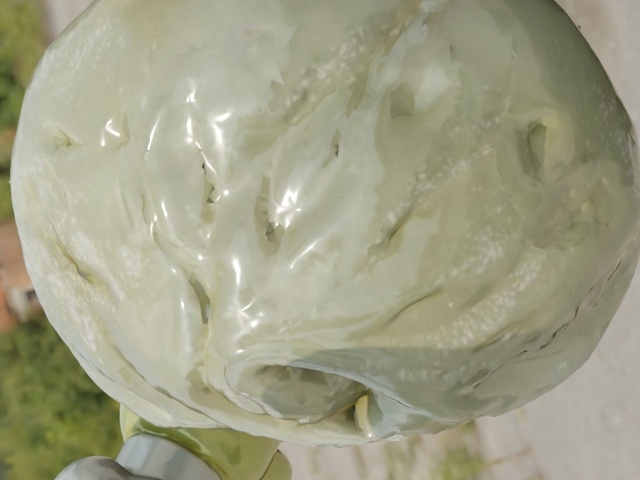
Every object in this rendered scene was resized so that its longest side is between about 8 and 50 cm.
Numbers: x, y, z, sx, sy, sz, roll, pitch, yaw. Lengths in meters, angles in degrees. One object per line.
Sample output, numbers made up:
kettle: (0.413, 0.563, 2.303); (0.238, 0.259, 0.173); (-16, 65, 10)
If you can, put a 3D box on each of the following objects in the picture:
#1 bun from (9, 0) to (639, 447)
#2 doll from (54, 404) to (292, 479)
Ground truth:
bun: (0.000, 0.000, 0.505); (0.102, 0.183, 0.183); (-88, -8, -46)
doll: (-0.048, 0.071, 0.675); (0.106, 0.062, 0.162); (49, -132, -32)
